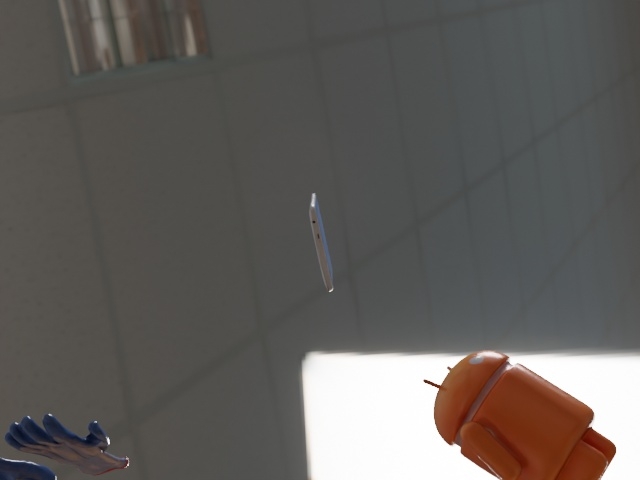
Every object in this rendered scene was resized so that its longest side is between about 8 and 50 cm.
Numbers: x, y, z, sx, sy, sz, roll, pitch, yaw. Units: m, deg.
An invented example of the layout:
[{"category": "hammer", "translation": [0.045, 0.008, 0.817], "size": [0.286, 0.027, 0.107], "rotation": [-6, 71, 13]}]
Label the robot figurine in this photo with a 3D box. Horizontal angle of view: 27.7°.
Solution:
[{"category": "robot figurine", "translation": [0.220, 0.208, 1.464], "size": [0.158, 0.219, 0.128], "rotation": [-48, -21, -27]}]

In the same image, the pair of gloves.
[{"category": "pair of gloves", "translation": [-0.285, 0.217, 1.276], "size": [0.159, 0.198, 0.023], "rotation": [44, -145, -54]}]

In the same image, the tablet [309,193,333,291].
[{"category": "tablet", "translation": [0.000, 0.000, 0.821], "size": [0.083, 0.006, 0.054], "rotation": [-92, -10, -83]}]
